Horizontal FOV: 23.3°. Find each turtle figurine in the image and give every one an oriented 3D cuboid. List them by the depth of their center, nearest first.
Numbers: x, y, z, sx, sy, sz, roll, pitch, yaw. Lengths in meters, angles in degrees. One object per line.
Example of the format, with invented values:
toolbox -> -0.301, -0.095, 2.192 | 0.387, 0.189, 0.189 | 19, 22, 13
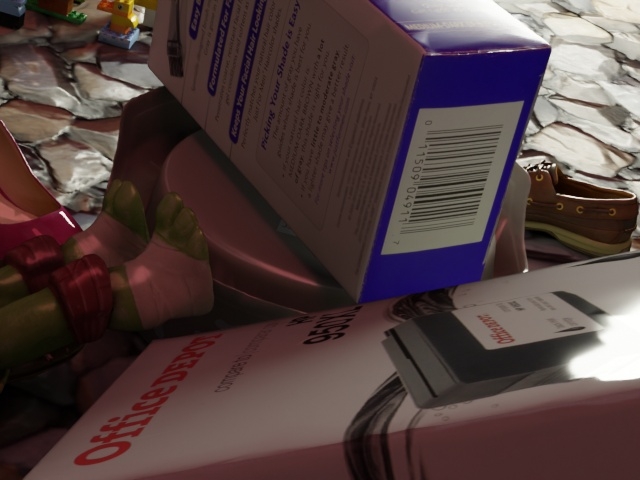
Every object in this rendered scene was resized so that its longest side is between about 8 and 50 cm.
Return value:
turtle figurine -> -0.214, 0.006, 0.859 | 0.266, 0.198, 0.275 | -20, 75, -26

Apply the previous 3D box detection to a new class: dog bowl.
dog bowl -> 0.000, 0.000, 1.149 | 0.349, 0.102, 0.349 | 10, 30, -6

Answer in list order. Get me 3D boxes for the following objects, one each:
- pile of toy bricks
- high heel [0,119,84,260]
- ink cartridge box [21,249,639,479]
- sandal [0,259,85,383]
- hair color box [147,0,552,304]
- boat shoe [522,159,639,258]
pile of toy bricks -> -0.250, -0.265, 1.484 | 0.212, 0.105, 0.118 | 16, 30, 4
high heel -> -0.237, -0.059, 1.133 | 0.082, 0.117, 0.244 | -15, 41, -40
ink cartridge box -> 0.091, 0.117, 0.712 | 0.395, 0.166, 0.285 | -11, 8, 9
sandal -> -0.250, 0.078, 0.962 | 0.219, 0.060, 0.090 | -25, 70, -27
hair color box -> 0.004, -0.127, 1.079 | 0.110, 0.185, 0.339 | -7, 37, -32
boat shoe -> 0.188, -0.042, 1.335 | 0.178, 0.060, 0.064 | 20, 31, 11
